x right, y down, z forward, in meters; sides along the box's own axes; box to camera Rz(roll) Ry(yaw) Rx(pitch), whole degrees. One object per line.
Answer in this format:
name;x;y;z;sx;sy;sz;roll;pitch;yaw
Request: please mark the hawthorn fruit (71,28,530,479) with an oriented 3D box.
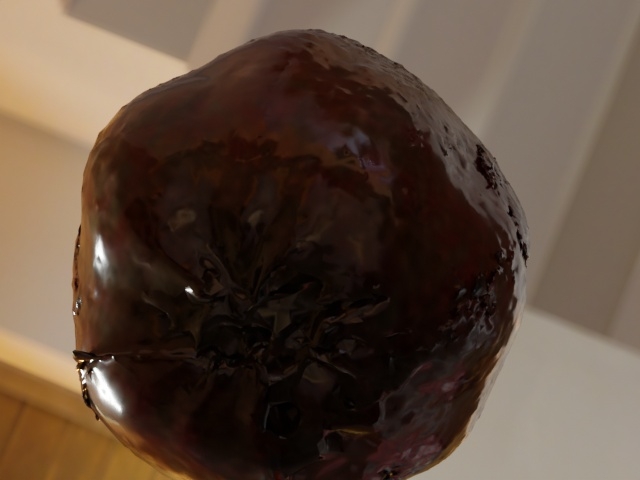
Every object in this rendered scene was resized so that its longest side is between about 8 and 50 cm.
hawthorn fruit;0.000;0.000;0.726;0.235;0.181;0.181;-63;-7;-66
